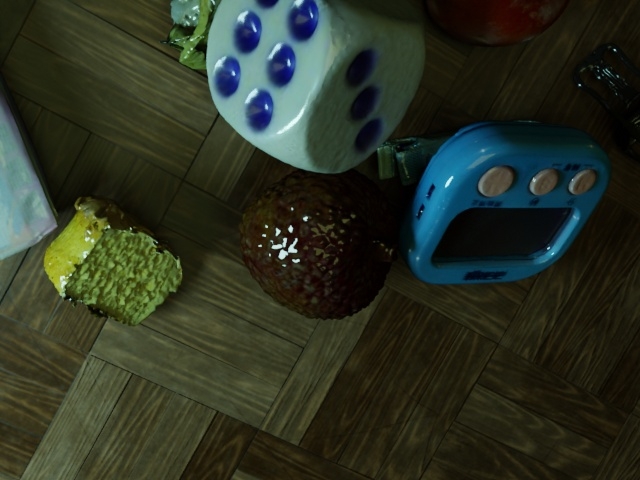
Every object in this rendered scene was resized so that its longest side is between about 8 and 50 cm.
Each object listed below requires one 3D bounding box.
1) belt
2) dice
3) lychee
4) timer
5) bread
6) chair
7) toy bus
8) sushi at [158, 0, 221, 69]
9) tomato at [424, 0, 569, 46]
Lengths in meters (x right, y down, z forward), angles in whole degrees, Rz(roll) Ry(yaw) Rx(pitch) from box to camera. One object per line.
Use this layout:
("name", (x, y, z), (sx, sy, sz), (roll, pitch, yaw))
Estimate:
("belt", (0.242, -0.154, 1.748), (0.302, 0.087, 0.072), (-10, 114, -12))
("dice", (-0.007, -0.273, 1.528), (0.251, 0.243, 0.259), (-6, 132, -53))
("lychee", (0.000, 0.000, 1.648), (0.260, 0.260, 0.261), (-3, 104, -14))
("timer", (0.301, -0.060, 1.702), (0.340, 0.115, 0.309), (-1, 133, -28))
("bread", (-0.333, 0.022, 1.595), (0.147, 0.260, 0.160), (41, 93, 24))
("chair", (0.559, -0.234, 1.822), (0.106, 0.113, 0.229), (-41, 72, -2))
("toy bus", (-0.524, -0.158, 1.517), (0.162, 0.171, 0.386), (-26, 108, -18))
("sushi", (-0.137, -0.398, 1.580), (0.131, 0.139, 0.291), (24, 92, 26))
("tomato", (0.306, -0.482, 1.644), (0.289, 0.176, 0.335), (-15, 105, -14))
